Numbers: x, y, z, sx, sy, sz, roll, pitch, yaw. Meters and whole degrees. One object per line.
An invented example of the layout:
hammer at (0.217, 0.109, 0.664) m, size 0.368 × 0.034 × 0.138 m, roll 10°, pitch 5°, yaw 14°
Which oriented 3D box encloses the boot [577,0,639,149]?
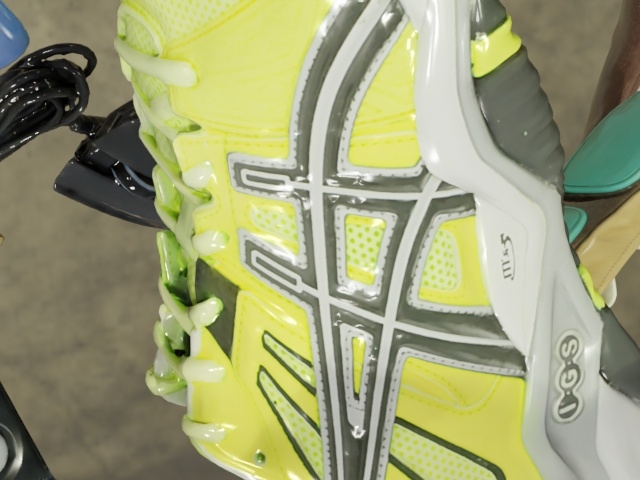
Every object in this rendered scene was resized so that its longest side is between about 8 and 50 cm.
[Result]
boot at (0.236, -0.148, 1.270) m, size 0.207 × 0.090 × 0.248 m, roll -64°, pitch 173°, yaw 6°

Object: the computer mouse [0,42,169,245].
computer mouse at (-0.101, -0.019, 0.919) m, size 0.184 × 0.060 × 0.262 m, roll -32°, pitch 159°, yaw 31°

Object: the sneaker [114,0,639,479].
sneaker at (0.000, 0.000, 0.597) m, size 0.147 × 0.145 × 0.384 m, roll -32°, pitch 111°, yaw -8°

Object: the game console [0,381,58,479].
game console at (-0.116, 0.093, 0.441) m, size 0.144 × 0.085 × 0.124 m, roll -35°, pitch 112°, yaw -27°

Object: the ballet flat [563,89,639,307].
ballet flat at (0.162, -0.005, 1.049) m, size 0.232 × 0.080 × 0.073 m, roll -44°, pitch 120°, yaw -23°

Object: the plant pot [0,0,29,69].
plant pot at (-0.216, -0.170, 0.645) m, size 0.236 × 0.212 × 0.236 m, roll -6°, pitch 145°, yaw 32°
